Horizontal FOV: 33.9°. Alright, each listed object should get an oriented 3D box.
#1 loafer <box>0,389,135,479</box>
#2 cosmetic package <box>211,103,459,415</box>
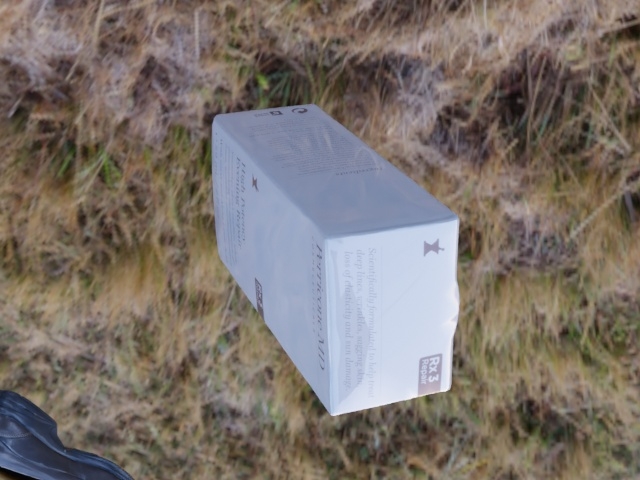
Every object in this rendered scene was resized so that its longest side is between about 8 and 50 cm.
[{"bbox_3d":[-0.193,0.184,0.775,0.170,0.061,0.062,39,131,-18],"label":"loafer"},{"bbox_3d":[0.000,0.000,0.675,0.086,0.231,0.117,-9,115,-17],"label":"cosmetic package"}]
